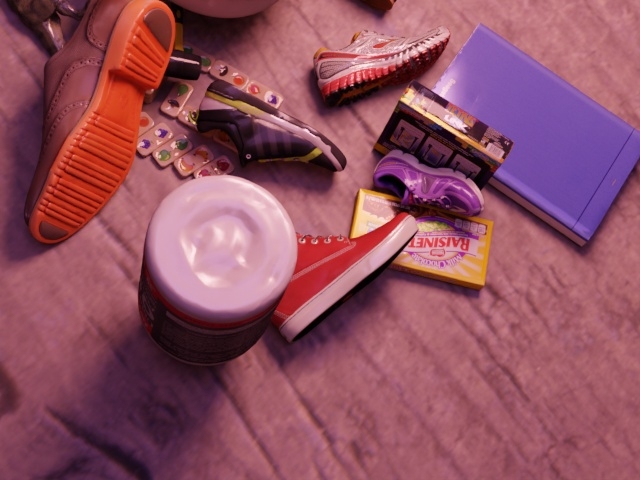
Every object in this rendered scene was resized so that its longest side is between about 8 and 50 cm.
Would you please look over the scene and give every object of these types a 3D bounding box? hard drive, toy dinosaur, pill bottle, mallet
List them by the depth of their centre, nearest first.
[{"bbox_3d":[-0.138,0.056,1.459,0.176,0.318,0.176,4,69,-10],"label":"pill bottle"},{"bbox_3d":[-0.390,-0.343,1.693,0.118,0.064,0.268,-32,80,-3],"label":"toy dinosaur"},{"bbox_3d":[-0.200,-0.307,1.711,0.062,0.039,0.189,14,49,-15],"label":"mallet"},{"bbox_3d":[0.318,-0.164,1.776,0.319,0.040,0.210,35,68,2],"label":"hard drive"}]

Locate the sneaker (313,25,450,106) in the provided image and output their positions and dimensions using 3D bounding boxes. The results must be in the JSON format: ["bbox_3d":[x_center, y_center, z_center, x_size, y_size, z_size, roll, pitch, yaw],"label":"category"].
[{"bbox_3d":[0.093,-0.283,1.751,0.225,0.088,0.092,-21,74,-17],"label":"sneaker"}]

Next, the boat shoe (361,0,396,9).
[{"bbox_3d":[0.039,-0.436,1.802,0.207,0.073,0.073,34,70,2],"label":"boat shoe"}]

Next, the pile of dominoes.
[{"bbox_3d":[-0.203,-0.201,1.689,0.251,0.040,0.196,29,68,1],"label":"pile of dominoes"}]

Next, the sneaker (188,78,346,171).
[{"bbox_3d":[-0.078,-0.142,1.678,0.235,0.084,0.097,28,93,-8],"label":"sneaker"}]

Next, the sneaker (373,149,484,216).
[{"bbox_3d":[0.153,-0.067,1.681,0.170,0.068,0.071,22,50,20],"label":"sneaker"}]

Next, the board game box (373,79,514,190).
[{"bbox_3d":[0.175,-0.137,1.684,0.170,0.141,0.048,33,63,1],"label":"board game box"}]

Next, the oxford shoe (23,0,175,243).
[{"bbox_3d":[-0.327,-0.171,1.613,0.133,0.130,0.363,20,81,28],"label":"oxford shoe"}]

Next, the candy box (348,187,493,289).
[{"bbox_3d":[0.144,-0.002,1.692,0.206,0.027,0.105,13,71,-6],"label":"candy box"}]

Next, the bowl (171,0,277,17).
[{"bbox_3d":[-0.160,-0.427,1.711,0.298,0.134,0.298,11,55,-16],"label":"bowl"}]

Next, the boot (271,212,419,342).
[{"bbox_3d":[0.000,0.000,1.616,0.244,0.088,0.176,-37,78,-5],"label":"boot"}]
